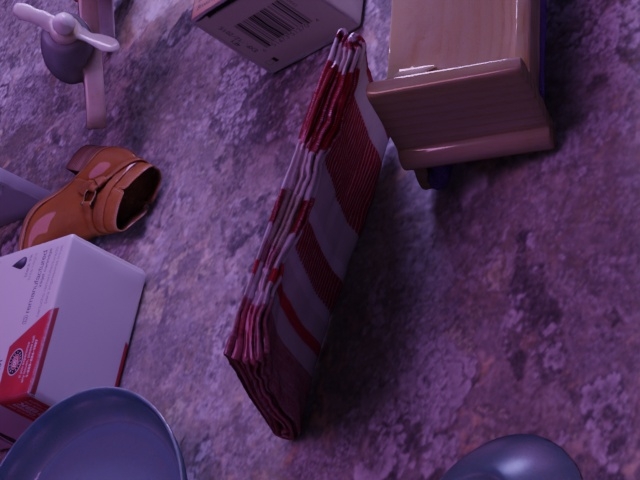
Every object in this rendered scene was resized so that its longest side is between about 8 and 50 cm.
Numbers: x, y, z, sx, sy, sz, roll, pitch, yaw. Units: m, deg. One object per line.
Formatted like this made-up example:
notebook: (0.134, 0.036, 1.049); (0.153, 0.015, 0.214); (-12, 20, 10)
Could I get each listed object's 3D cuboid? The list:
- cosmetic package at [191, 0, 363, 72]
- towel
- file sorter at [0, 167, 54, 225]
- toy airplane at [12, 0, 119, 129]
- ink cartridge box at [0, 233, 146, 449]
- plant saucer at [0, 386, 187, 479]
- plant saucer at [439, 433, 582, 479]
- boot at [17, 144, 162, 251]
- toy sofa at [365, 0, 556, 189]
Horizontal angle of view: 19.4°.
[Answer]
cosmetic package: (-0.034, -0.357, 2.089); (0.153, 0.129, 0.296); (-26, 45, 40)
towel: (0.000, 0.000, 1.719); (0.037, 0.237, 0.329); (14, 71, 14)
file sorter: (-0.507, -0.015, 2.302); (0.193, 0.278, 0.173); (-15, 57, 46)
toy airplane: (-0.296, -0.379, 2.265); (0.386, 0.272, 0.384); (51, 133, 50)
ink cartridge box: (-0.342, 0.124, 2.122); (0.273, 0.114, 0.197); (-16, 53, 46)
plant saucer: (-0.240, 0.304, 1.888); (0.317, 0.044, 0.317); (-22, 54, 35)
plant saucer: (0.128, 0.240, 1.507); (0.195, 0.037, 0.195); (-32, 42, 33)
boot: (-0.271, -0.022, 2.187); (0.152, 0.073, 0.197); (18, 82, 51)
toy sofa: (0.148, -0.234, 1.776); (0.150, 0.177, 0.362); (-8, 54, 19)
